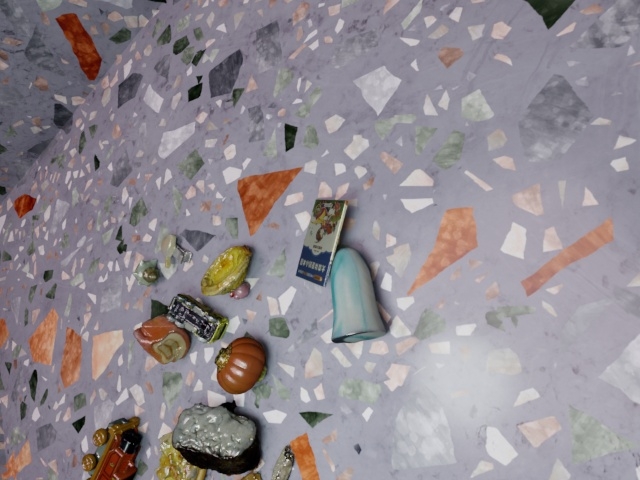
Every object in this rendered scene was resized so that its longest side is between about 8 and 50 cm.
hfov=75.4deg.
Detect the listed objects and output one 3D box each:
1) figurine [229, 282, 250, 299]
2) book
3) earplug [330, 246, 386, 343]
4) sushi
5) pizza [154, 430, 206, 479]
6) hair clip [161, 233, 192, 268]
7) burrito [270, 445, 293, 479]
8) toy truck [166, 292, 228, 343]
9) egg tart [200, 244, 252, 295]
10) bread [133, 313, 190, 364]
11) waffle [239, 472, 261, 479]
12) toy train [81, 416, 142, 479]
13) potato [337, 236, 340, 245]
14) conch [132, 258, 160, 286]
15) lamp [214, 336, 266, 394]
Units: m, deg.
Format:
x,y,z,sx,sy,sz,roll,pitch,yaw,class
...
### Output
x,y,z,sx,sy,sz,roll,pitch,yaw,class
-0.338,0.215,1.753,0.071,0.067,0.083,12,54,23,figurine
0.000,0.000,1.559,0.228,0.018,0.322,11,85,60,book
0.106,0.178,1.436,0.185,0.185,0.324,-20,65,27,earplug
-0.391,0.760,1.605,0.349,0.234,0.207,8,128,17,sushi
-0.579,0.907,1.717,0.223,0.089,0.323,5,83,0,pizza
-0.724,0.058,2.033,0.218,0.071,0.159,30,99,37,hair clip
-0.152,0.870,1.515,0.063,0.058,0.229,17,81,18,burrito
-0.529,0.335,1.806,0.272,0.157,0.124,27,93,21,toy truck
-0.389,0.136,1.756,0.279,0.095,0.279,-29,33,21,egg tart
-0.685,0.447,1.841,0.190,0.244,0.123,-33,50,-17,bread
-0.327,1.055,1.574,0.328,0.098,0.224,-38,65,18,waffle
-0.962,1.018,1.939,0.232,0.163,0.369,29,96,20,toy train
0.044,-0.014,1.567,0.068,0.062,0.083,125,155,-44,potato
-0.882,0.149,2.085,0.137,0.114,0.234,-50,53,-2,conch
-0.310,0.484,1.611,0.223,0.196,0.223,-48,23,28,lamp
